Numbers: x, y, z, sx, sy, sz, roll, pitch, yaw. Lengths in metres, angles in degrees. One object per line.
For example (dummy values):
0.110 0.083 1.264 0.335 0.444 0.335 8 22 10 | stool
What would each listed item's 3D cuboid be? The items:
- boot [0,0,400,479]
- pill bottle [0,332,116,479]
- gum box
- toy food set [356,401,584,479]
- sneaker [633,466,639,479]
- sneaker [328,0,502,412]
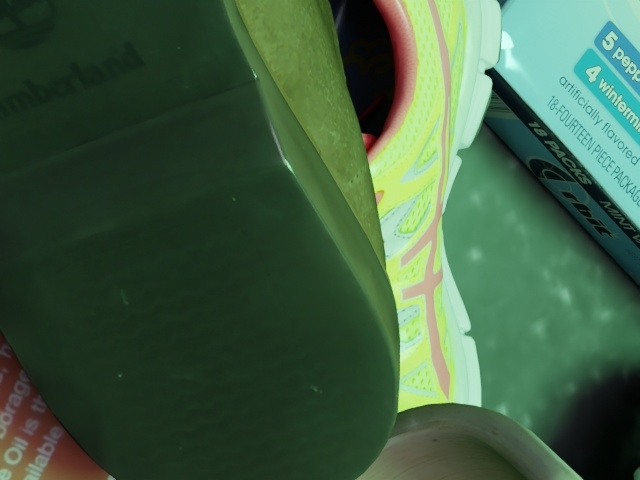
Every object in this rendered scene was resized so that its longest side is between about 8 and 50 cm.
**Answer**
-0.058 -0.089 0.408 0.112 0.115 0.305 -11 123 13 | boot
-0.127 0.023 0.488 0.216 0.121 0.121 30 80 -29 | pill bottle
0.143 -0.085 0.675 0.157 0.041 0.184 43 75 -26 | gum box
0.001 0.196 0.514 0.306 0.092 0.220 -38 129 13 | toy food set
0.135 0.094 0.659 0.258 0.094 0.091 -36 125 -33 | sneaker
0.000 0.000 0.564 0.094 0.081 0.208 18 75 -67 | sneaker
